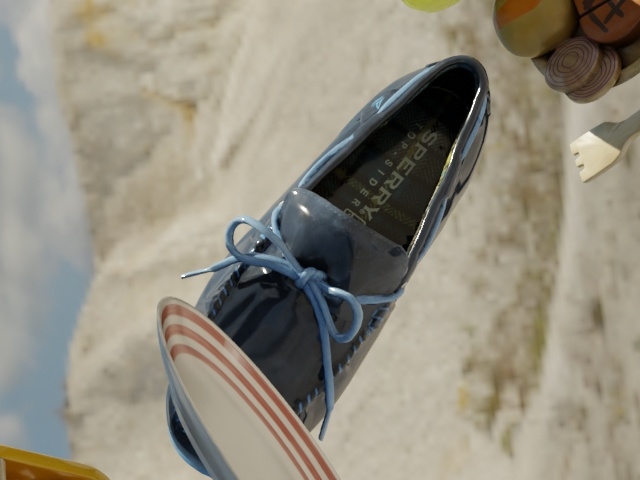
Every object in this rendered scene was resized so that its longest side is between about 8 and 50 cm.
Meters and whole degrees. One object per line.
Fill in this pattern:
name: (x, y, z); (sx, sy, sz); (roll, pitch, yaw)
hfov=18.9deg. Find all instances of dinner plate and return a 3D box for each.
dinner plate: (-0.019, 0.081, 0.681); (0.141, 0.017, 0.141); (53, -174, -8)

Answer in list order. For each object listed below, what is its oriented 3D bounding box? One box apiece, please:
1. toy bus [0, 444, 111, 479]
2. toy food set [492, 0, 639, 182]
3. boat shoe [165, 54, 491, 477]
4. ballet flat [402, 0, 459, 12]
toy bus: (-0.184, 0.186, 0.982); (0.202, 0.104, 0.191); (27, 96, 49)
toy food set: (0.156, -0.146, 1.121); (0.038, 0.132, 0.192); (12, -129, -44)
boat shoe: (0.000, 0.000, 0.978); (0.258, 0.109, 0.089); (-61, -3, -23)
ballet flat: (0.064, -0.177, 1.086); (0.231, 0.077, 0.077); (22, -97, -62)
